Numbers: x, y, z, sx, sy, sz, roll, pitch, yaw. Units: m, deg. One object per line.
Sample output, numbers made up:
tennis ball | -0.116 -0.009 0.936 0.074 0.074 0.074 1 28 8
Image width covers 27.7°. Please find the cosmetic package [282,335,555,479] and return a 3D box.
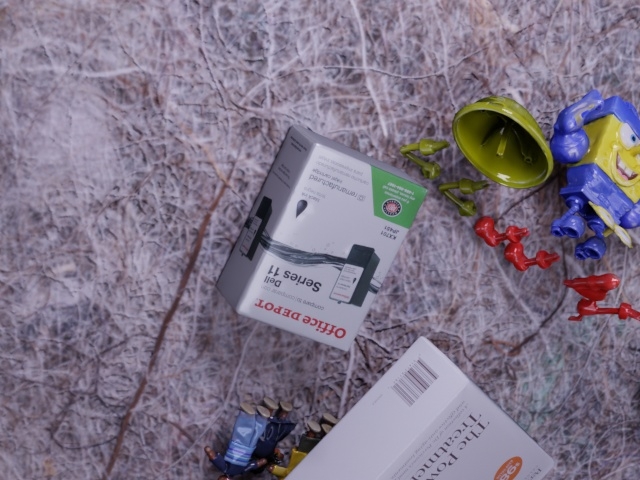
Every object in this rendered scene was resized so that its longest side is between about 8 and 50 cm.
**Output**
cosmetic package | 0.075 0.325 1.523 0.377 0.097 0.284 -47 141 1

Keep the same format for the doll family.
doll family | -0.050 0.253 1.517 0.193 0.076 0.111 20 105 -20

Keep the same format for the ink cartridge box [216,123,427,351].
ink cartridge box | 0.000 0.000 1.432 0.153 0.087 0.208 20 102 -25

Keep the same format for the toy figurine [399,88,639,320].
toy figurine | 0.295 -0.092 1.512 0.362 0.191 0.217 41 61 -20
